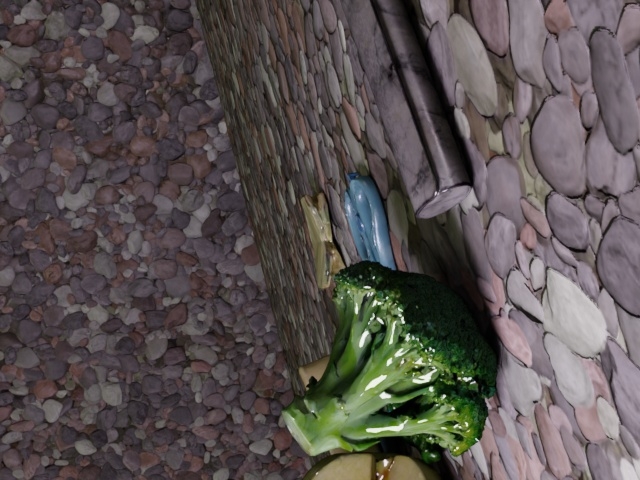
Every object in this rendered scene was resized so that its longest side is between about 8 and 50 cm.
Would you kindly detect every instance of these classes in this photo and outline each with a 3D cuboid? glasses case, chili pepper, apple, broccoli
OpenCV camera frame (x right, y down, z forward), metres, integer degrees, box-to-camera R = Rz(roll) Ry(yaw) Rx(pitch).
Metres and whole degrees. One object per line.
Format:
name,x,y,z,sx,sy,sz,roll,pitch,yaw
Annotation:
glasses case,0.092,-0.178,0.960,0.114,0.060,0.299,111,142,-74
chili pepper,0.135,0.267,1.418,0.122,0.065,0.279,101,151,-50
apple,0.095,0.481,1.375,0.233,0.295,0.258,39,-125,-70
broccoli,0.068,0.149,1.014,0.254,0.269,0.269,60,177,-26

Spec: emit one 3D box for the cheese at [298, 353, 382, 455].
cheese,0.075,0.455,1.822,0.384,0.104,0.384,158,90,-86

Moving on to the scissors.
scissors,0.108,0.068,1.338,0.180,0.032,0.393,104,148,-72

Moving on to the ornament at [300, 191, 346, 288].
ornament,0.000,0.000,1.773,0.180,0.059,0.201,166,91,-81

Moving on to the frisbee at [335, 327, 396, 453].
frisbee,0.103,0.303,1.656,0.289,0.049,0.290,158,90,-88
